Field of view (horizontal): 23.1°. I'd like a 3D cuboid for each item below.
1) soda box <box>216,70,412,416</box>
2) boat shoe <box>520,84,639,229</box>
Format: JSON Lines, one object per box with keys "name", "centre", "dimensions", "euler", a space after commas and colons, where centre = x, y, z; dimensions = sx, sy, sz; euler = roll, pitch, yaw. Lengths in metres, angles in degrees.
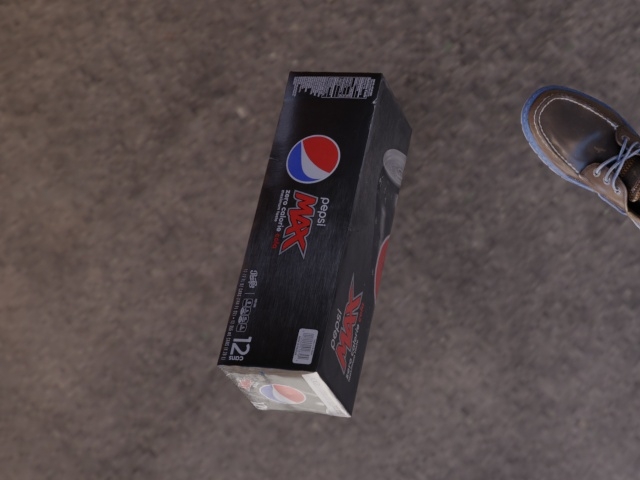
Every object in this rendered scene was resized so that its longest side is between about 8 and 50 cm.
{"name": "soda box", "centre": [0.000, 0.000, 0.786], "dimensions": [0.053, 0.169, 0.060], "euler": [2, 153, 22]}
{"name": "boat shoe", "centre": [0.236, -0.056, 1.203], "dimensions": [0.183, 0.066, 0.066], "euler": [34, 91, -12]}
